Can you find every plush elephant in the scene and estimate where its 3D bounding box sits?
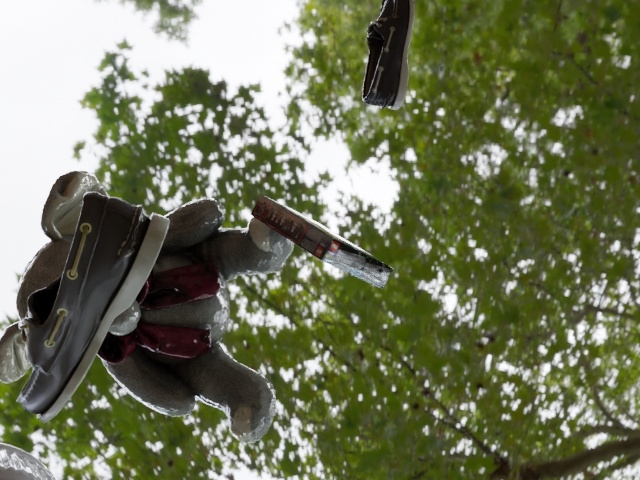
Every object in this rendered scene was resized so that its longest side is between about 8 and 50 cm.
[{"bbox_3d":[-0.224,0.068,0.957,0.330,0.255,0.271,14,-86,34],"label":"plush elephant"}]

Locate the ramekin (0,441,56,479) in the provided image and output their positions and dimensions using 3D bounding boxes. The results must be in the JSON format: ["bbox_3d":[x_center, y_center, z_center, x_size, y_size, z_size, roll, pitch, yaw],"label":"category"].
[{"bbox_3d":[-0.373,0.332,0.906,0.207,0.207,0.109,-39,-163,-24],"label":"ramekin"}]

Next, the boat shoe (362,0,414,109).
[{"bbox_3d":[0.061,-0.185,0.776,0.038,0.046,0.125,6,-92,-17],"label":"boat shoe"}]

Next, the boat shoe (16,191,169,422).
[{"bbox_3d":[-0.200,0.056,0.668,0.069,0.227,0.081,27,-153,-18],"label":"boat shoe"}]

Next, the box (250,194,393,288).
[{"bbox_3d":[0.000,0.000,0.858,0.137,0.094,0.027,32,-85,48],"label":"box"}]
